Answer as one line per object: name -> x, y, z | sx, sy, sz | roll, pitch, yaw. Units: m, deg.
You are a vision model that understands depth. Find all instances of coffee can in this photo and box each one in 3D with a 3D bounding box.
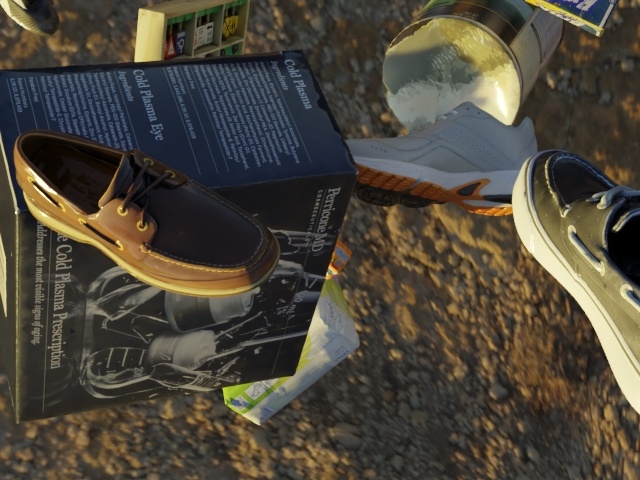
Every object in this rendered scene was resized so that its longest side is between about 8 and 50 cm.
coffee can -> 0.229, -0.279, 1.700 | 0.201, 0.201, 0.275 | 13, 35, 19

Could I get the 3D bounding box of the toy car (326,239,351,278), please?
toy car -> 0.000, 0.000, 1.651 | 0.060, 0.040, 0.122 | -30, 110, 1

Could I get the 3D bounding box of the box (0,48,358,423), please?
box -> -0.164, -0.001, 1.177 | 0.312, 0.343, 0.179 | -9, 53, -21

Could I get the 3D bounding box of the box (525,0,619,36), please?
box -> 0.301, -0.328, 1.513 | 0.169, 0.054, 0.059 | 28, 95, 9

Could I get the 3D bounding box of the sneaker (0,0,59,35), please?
sneaker -> -0.499, -0.437, 1.923 | 0.078, 0.234, 0.106 | -38, 27, -19

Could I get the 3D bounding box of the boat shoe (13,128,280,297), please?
boat shoe -> -0.109, -0.019, 0.693 | 0.178, 0.060, 0.064 | 22, 67, 19

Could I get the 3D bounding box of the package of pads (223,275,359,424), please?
package of pads -> -0.064, 0.131, 1.929 | 0.229, 0.101, 0.296 | -40, 33, 15

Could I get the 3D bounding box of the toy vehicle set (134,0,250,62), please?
toy vehicle set -> -0.165, -0.230, 1.514 | 0.035, 0.267, 0.166 | 14, 111, 15

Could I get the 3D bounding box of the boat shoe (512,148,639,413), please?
boat shoe -> 0.239, 0.006, 0.914 | 0.108, 0.102, 0.301 | -2, 41, -13

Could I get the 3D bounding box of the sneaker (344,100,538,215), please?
sneaker -> 0.132, -0.102, 1.324 | 0.262, 0.099, 0.121 | 6, 73, -23
